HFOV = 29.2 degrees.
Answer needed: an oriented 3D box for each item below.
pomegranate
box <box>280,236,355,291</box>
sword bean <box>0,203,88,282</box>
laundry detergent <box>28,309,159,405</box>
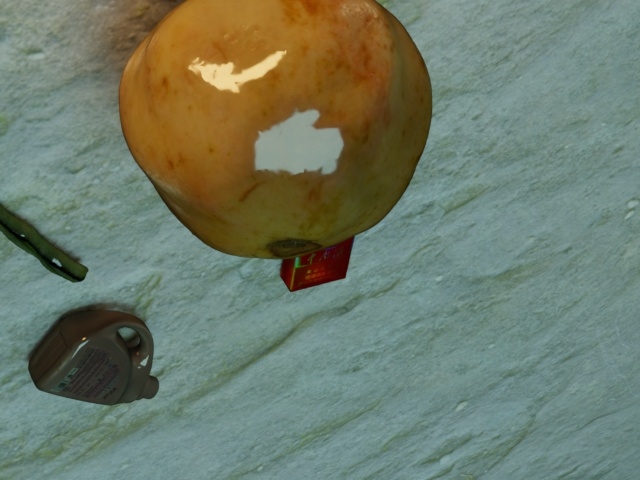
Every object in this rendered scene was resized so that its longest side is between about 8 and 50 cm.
[{"bbox_3d":[-0.051,-0.177,1.583,0.411,0.411,0.411,-20,139,-18],"label":"pomegranate"},{"bbox_3d":[0.001,0.001,2.045,0.112,0.048,0.175,-14,137,-24],"label":"box"},{"bbox_3d":[-0.420,-0.010,1.742,0.043,0.038,0.269,-33,141,7],"label":"sword bean"},{"bbox_3d":[-0.333,0.192,1.984,0.171,0.076,0.237,-49,140,17],"label":"laundry detergent"}]
